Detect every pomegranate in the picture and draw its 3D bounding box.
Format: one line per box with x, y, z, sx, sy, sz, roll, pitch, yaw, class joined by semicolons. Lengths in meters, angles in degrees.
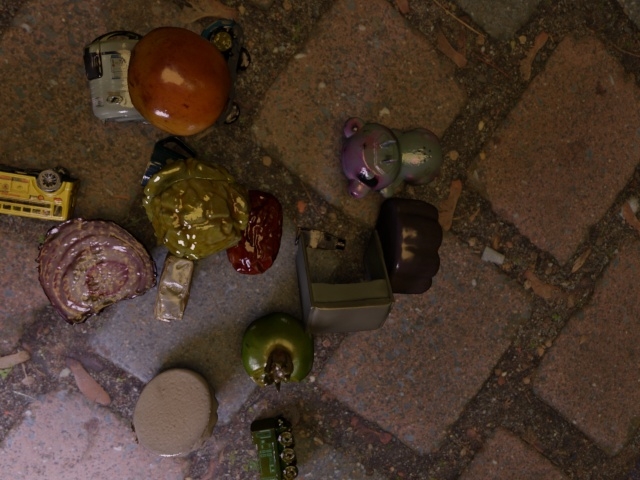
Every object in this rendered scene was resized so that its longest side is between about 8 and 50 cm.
-0.128;0.337;1.622;0.235;0.302;0.236;0;93;-3;pomegranate
-0.342;-0.385;1.333;0.264;0.264;0.265;-2;98;-12;pomegranate

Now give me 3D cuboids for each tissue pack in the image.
-0.417;0.118;1.567;0.090;0.222;0.186;12;95;-16;tissue pack

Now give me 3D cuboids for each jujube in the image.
-0.198;-0.025;1.623;0.174;0.174;0.251;6;98;-13;jujube

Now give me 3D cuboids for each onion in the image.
-0.628;0.059;1.551;0.314;0.146;0.280;-21;102;0;onion

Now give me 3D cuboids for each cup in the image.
-0.421;-0.213;1.582;0.155;0.131;0.177;22;67;-19;cup

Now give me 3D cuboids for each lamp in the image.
0.218;-0.252;1.648;0.300;0.247;0.247;-3;94;-17;lamp

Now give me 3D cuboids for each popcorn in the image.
-0.333;-0.077;1.448;0.247;0.282;0.282;-26;105;-43;popcorn

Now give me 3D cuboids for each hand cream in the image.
0.000;0.000;1.742;0.163;0.039;0.062;11;97;-8;hand cream

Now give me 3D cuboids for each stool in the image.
0.063;0.124;1.636;0.243;0.170;0.270;-1;55;-12;stool

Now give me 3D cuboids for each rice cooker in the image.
-0.521;-0.439;1.474;0.225;0.226;0.244;-4;102;-12;rice cooker

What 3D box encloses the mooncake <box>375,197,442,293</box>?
0.263;0.016;1.678;0.154;0.306;0.306;4;97;-13;mooncake

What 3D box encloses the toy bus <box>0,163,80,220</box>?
-0.844;-0.144;1.478;0.329;0.144;0.152;8;99;-15;toy bus

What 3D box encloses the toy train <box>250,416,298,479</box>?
-0.148;0.689;1.776;0.137;0.090;0.226;-7;99;-4;toy train

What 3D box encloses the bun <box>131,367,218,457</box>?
-0.418;0.529;1.660;0.263;0.175;0.263;-6;66;13;bun

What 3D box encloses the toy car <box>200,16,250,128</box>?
-0.307;-0.472;1.537;0.165;0.198;0.315;13;96;3;toy car
